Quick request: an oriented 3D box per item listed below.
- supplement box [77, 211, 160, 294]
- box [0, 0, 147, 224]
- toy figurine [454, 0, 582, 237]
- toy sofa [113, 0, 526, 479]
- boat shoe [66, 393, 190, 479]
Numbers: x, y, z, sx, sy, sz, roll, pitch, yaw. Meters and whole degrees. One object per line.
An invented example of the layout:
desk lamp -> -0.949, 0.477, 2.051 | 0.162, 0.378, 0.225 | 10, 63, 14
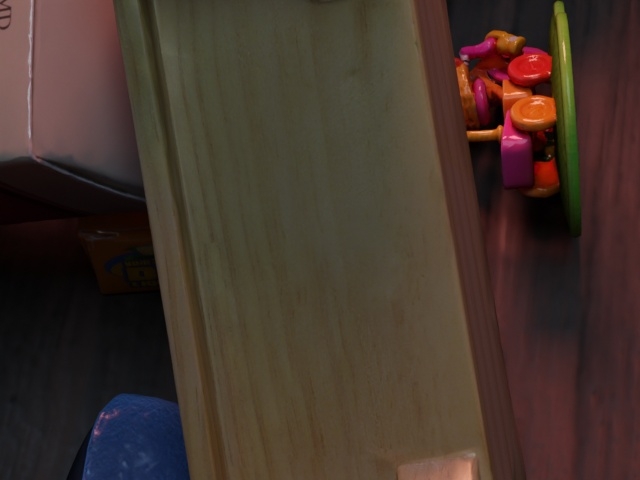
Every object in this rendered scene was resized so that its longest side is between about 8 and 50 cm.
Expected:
supplement box -> -0.103, -0.086, 1.011 | 0.078, 0.080, 0.233 | -3, 59, -1
box -> -0.208, -0.088, 0.913 | 0.232, 0.127, 0.149 | -6, 78, 28
toy figurine -> 0.069, -0.075, 0.999 | 0.159, 0.130, 0.173 | -3, 38, 8
toy sofa -> 0.000, 0.000, 0.855 | 0.150, 0.177, 0.363 | -9, 91, 11
boat shoe -> -0.102, 0.206, 0.843 | 0.109, 0.089, 0.258 | 21, 56, -4
